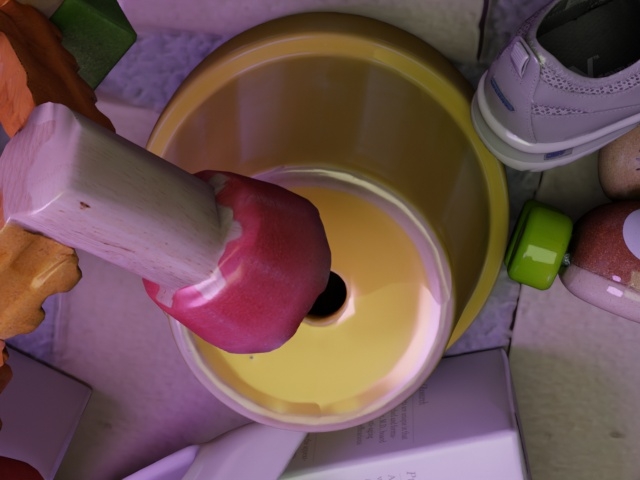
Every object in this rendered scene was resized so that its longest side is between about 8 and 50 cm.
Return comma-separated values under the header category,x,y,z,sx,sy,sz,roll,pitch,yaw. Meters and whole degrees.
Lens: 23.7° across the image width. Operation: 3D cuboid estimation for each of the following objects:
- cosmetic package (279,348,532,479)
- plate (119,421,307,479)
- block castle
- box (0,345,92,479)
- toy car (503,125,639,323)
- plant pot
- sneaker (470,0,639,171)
category,x,y,z,sx,sy,sz,roll,pitch,yaw
cosmetic package,0.057,0.184,1.062,0.183,0.151,0.151,-11,107,6
plate,-0.151,0.232,0.967,0.045,0.277,0.278,44,141,-11
block castle,-0.205,-0.043,0.861,0.303,0.453,0.213,-45,139,15
box,-0.369,0.142,1.058,0.345,0.168,0.215,28,106,-6
toy car,0.225,-0.041,0.999,0.155,0.149,0.188,20,96,3
plant pot,0.000,0.000,0.962,0.254,0.239,0.254,0,108,1
sneaker,0.225,-0.139,0.931,0.281,0.115,0.105,-33,72,-14
